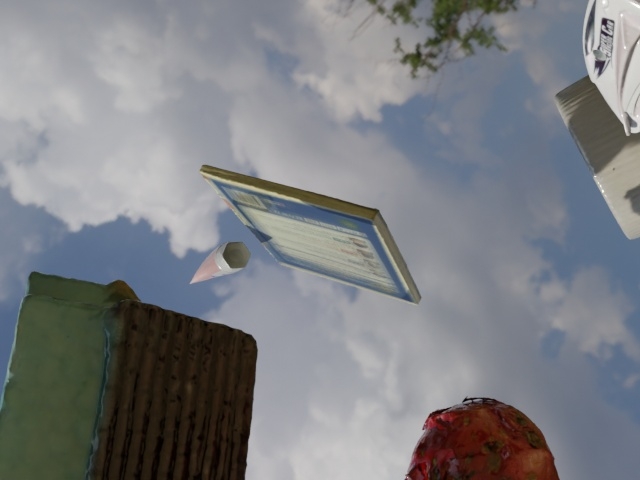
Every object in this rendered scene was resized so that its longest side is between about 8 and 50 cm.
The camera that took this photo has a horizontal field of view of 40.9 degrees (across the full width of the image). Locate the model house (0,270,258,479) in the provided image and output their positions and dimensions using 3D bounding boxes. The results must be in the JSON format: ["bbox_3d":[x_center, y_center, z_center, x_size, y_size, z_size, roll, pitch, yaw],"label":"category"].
[{"bbox_3d":[-0.176,0.188,0.810,0.249,0.230,0.280,12,-108,-17],"label":"model house"}]

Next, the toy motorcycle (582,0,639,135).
[{"bbox_3d":[0.214,-0.125,0.522,0.254,0.112,0.112,53,-157,-42],"label":"toy motorcycle"}]

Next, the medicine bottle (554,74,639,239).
[{"bbox_3d":[0.461,-0.167,0.894,0.224,0.384,0.224,50,-157,-30],"label":"medicine bottle"}]

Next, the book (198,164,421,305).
[{"bbox_3d":[0.000,0.000,1.105,0.322,0.228,0.018,55,-126,-65],"label":"book"}]

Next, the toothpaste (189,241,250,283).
[{"bbox_3d":[-0.146,0.031,1.229,0.043,0.194,0.067,43,-108,-11],"label":"toothpaste"}]

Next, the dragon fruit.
[{"bbox_3d":[0.120,0.211,0.754,0.111,0.153,0.153,10,-132,-49],"label":"dragon fruit"}]
